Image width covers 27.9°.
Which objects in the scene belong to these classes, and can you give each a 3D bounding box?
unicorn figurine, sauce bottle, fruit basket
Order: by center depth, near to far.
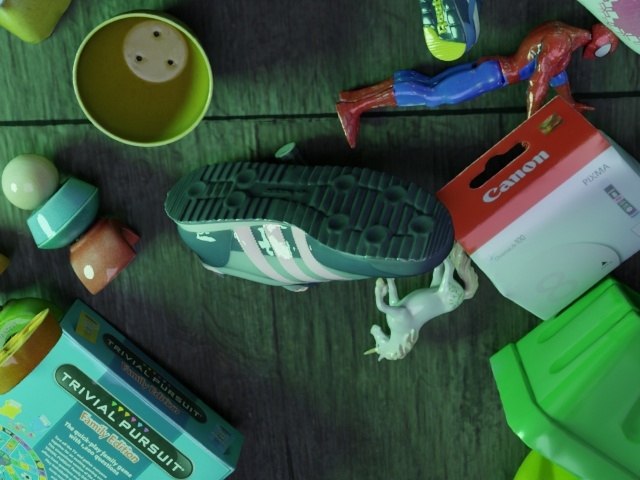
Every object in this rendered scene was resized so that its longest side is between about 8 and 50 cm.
[{"bbox_3d":[-0.004,-0.045,1.360,0.042,0.042,0.128,-29,114,15],"label":"sauce bottle"},{"bbox_3d":[0.325,0.268,1.396,0.392,0.283,0.392,0,105,2],"label":"fruit basket"},{"bbox_3d":[0.100,0.069,1.405,0.161,0.060,0.111,-22,114,12],"label":"unicorn figurine"}]

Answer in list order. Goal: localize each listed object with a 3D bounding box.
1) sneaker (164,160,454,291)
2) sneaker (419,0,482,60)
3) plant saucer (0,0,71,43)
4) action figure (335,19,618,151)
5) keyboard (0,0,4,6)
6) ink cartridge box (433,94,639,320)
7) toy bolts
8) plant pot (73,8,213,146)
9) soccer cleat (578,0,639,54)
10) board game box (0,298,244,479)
[{"bbox_3d":[0.000,0.000,1.304,0.319,0.112,0.131,11,143,31],"label":"sneaker"},{"bbox_3d":[0.124,-0.249,1.252,0.053,0.059,0.144,1,104,35],"label":"sneaker"},{"bbox_3d":[-0.323,-0.384,1.176,0.332,0.081,0.333,33,113,-15],"label":"plant saucer"},{"bbox_3d":[0.171,-0.131,1.287,0.280,0.091,0.139,-20,108,12],"label":"action figure"},{"bbox_3d":[-0.269,-0.306,1.164,0.072,0.014,0.256,33,113,-20],"label":"keyboard"},{"bbox_3d":[0.235,-0.024,1.303,0.189,0.066,0.232,-40,143,19],"label":"ink cartridge box"},{"bbox_3d":[-0.316,0.025,1.329,0.228,0.218,0.158,-44,103,1],"label":"toy bolts"},{"bbox_3d":[-0.168,-0.172,1.270,0.134,0.095,0.134,1,116,1],"label":"plant pot"},{"bbox_3d":[0.218,-0.296,1.203,0.143,0.116,0.331,-24,112,30],"label":"soccer cleat"},{"bbox_3d":[-0.293,0.269,1.491,0.254,0.079,0.336,41,110,-10],"label":"board game box"}]
